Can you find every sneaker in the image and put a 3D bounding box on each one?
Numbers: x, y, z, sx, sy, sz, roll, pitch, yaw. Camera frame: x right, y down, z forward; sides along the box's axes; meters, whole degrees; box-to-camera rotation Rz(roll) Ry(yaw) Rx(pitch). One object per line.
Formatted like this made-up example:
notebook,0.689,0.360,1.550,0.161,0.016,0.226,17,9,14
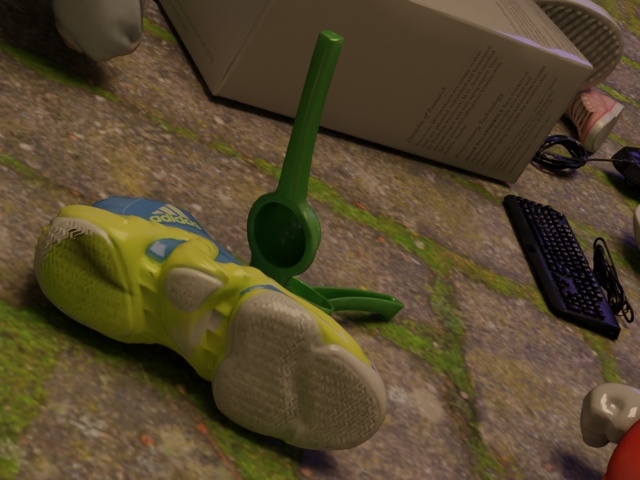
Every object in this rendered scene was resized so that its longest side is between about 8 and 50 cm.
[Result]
sneaker,-0.059,0.037,0.965,0.240,0.091,0.126,32,21,-7
sneaker,0.301,-0.143,1.738,0.070,0.051,0.134,32,25,9
sneaker,0.186,-0.252,1.682,0.321,0.126,0.127,7,34,-29

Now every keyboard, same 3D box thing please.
keyboard,0.236,0.015,1.401,0.100,0.038,0.192,22,29,-23

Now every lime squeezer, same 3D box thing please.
lime squeezer,0.000,0.000,1.008,0.059,0.110,0.310,53,-12,35

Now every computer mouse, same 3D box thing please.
computer mouse,0.319,-0.074,1.660,0.242,0.041,0.071,7,37,-31

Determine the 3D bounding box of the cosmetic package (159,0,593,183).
cosmetic package,0.051,-0.202,1.430,0.365,0.155,0.197,13,31,-34

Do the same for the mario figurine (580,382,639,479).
mario figurine,0.289,0.202,1.087,0.198,0.170,0.320,7,-9,42

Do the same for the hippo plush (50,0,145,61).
hippo plush,-0.261,-0.254,1.176,0.236,0.234,0.294,-3,16,-4

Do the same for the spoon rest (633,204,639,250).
spoon rest,0.432,0.044,1.519,0.276,0.084,0.137,36,26,4
